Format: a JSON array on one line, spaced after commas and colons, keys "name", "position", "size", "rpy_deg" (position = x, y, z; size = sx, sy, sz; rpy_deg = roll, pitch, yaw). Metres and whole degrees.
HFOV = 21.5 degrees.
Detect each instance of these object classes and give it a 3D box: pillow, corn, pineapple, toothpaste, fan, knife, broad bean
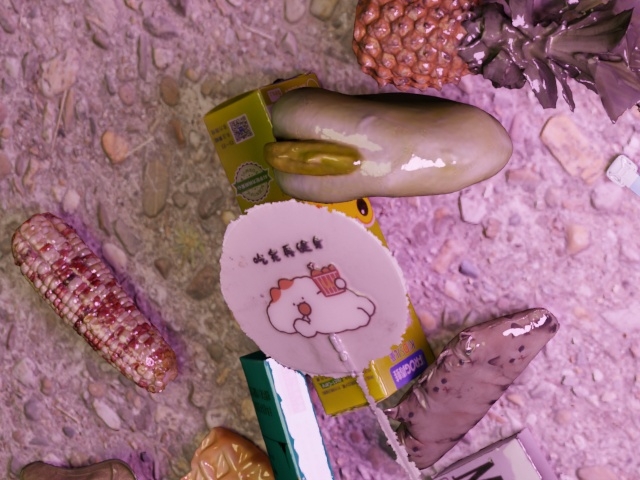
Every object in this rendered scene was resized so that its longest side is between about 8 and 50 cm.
[{"name": "pillow", "position": [-0.267, 0.312, 1.913], "size": [0.217, 0.033, 0.130], "rpy_deg": [-10, 96, 43]}, {"name": "corn", "position": [-0.241, 0.068, 1.820], "size": [0.237, 0.079, 0.079], "rpy_deg": [44, 121, 9]}, {"name": "pillow", "position": [0.128, 0.138, 1.604], "size": [0.241, 0.093, 0.051], "rpy_deg": [-50, 40, 33]}, {"name": "pineapple", "position": [0.166, -0.169, 1.474], "size": [0.277, 0.119, 0.130], "rpy_deg": [8, 71, 29]}, {"name": "toothpaste", "position": [0.000, 0.000, 1.628], "size": [0.077, 0.110, 0.328], "rpy_deg": [-22, 92, 31]}, {"name": "fan", "position": [0.023, 0.106, 1.556], "size": [0.190, 0.009, 0.329], "rpy_deg": [-16, 110, 31]}, {"name": "knife", "position": [0.297, -0.039, 1.497], "size": [0.096, 0.010, 0.027], "rpy_deg": [42, 120, 12]}, {"name": "broad bean", "position": [0.060, -0.089, 1.512], "size": [0.169, 0.228, 0.100], "rpy_deg": [-140, 43, -60]}]

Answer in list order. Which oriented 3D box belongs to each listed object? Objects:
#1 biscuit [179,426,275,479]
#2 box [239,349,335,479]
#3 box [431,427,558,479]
[{"name": "biscuit", "position": [-0.094, 0.370, 1.831], "size": [0.204, 0.040, 0.309], "rpy_deg": [31, 117, 21]}, {"name": "box", "position": [-0.022, 0.221, 1.681], "size": [0.042, 0.161, 0.226], "rpy_deg": [-17, 90, -11]}, {"name": "box", "position": [0.196, 0.282, 1.632], "size": [0.115, 0.036, 0.177], "rpy_deg": [-33, 85, 33]}]
